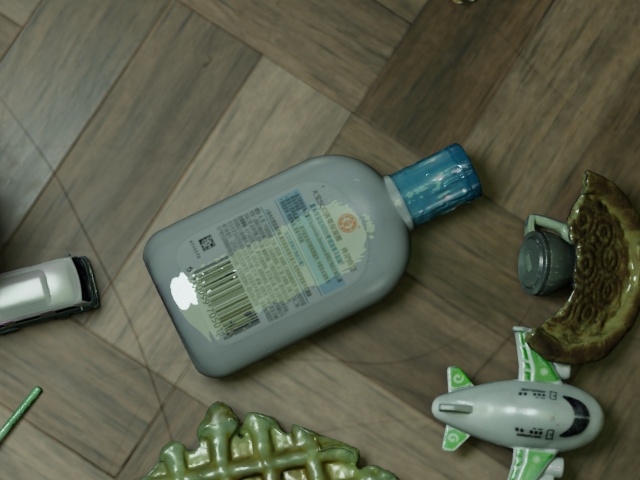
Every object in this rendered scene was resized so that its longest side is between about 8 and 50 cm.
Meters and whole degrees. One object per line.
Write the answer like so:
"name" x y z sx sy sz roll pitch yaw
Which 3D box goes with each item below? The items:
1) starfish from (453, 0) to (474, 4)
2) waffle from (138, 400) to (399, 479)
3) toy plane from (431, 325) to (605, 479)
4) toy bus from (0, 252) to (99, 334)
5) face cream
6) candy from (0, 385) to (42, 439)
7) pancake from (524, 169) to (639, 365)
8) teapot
"starfish" 0.126 -0.321 2.019 0.133 0.041 0.130 31 82 2
"waffle" -0.051 0.324 1.932 0.309 0.056 0.292 28 83 2
"toy plane" 0.197 0.172 1.946 0.174 0.080 0.174 0 83 -4
"toy bus" -0.286 0.053 1.947 0.123 0.075 0.060 -15 84 -3
"face cream" 0.000 0.000 1.959 0.337 0.080 0.163 -27 84 -5
"candy" -0.344 0.223 1.946 0.061 0.061 0.202 38 75 3
"pancake" 0.264 0.028 1.948 0.184 0.020 0.190 -16 100 -34
"teapot" 0.233 0.015 1.979 0.057 0.066 0.088 4 60 -20
